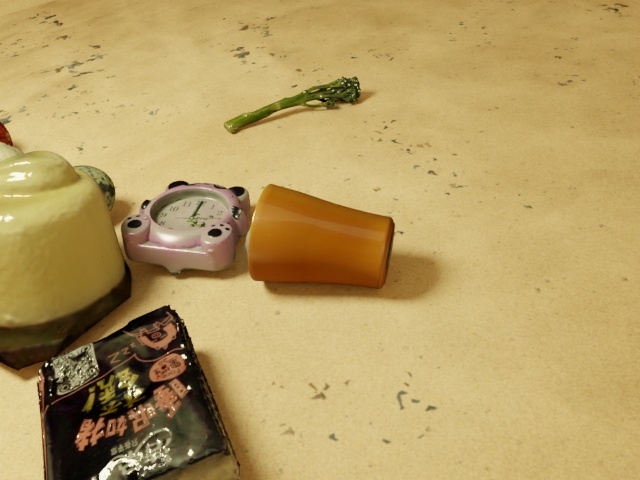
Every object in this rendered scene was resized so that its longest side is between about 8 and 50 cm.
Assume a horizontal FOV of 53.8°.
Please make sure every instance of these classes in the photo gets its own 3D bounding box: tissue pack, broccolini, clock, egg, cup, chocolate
[{"bbox_3d":[-0.271,0.259,0.897,0.245,0.123,0.332,-24,37,-12],"label":"tissue pack"},{"bbox_3d":[-0.068,-0.355,1.717,0.392,0.078,0.074,-24,51,-10],"label":"broccolini"},{"bbox_3d":[-0.260,-0.038,1.287,0.228,0.090,0.247,7,35,8],"label":"clock"},{"bbox_3d":[-0.530,-0.089,1.368,0.172,0.132,0.132,-36,45,-16],"label":"egg"},{"bbox_3d":[0.000,0.000,1.172,0.264,0.182,0.226,10,9,10],"label":"cup"},{"bbox_3d":[-0.536,0.002,1.126,0.314,0.297,0.326,14,42,32],"label":"chocolate"}]

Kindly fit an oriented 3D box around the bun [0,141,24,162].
[{"bbox_3d":[-0.745,-0.100,1.401,0.239,0.141,0.239,-6,56,9],"label":"bun"}]

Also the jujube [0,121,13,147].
[{"bbox_3d":[-0.923,-0.248,1.622,0.230,0.155,0.155,-25,41,-31],"label":"jujube"}]
